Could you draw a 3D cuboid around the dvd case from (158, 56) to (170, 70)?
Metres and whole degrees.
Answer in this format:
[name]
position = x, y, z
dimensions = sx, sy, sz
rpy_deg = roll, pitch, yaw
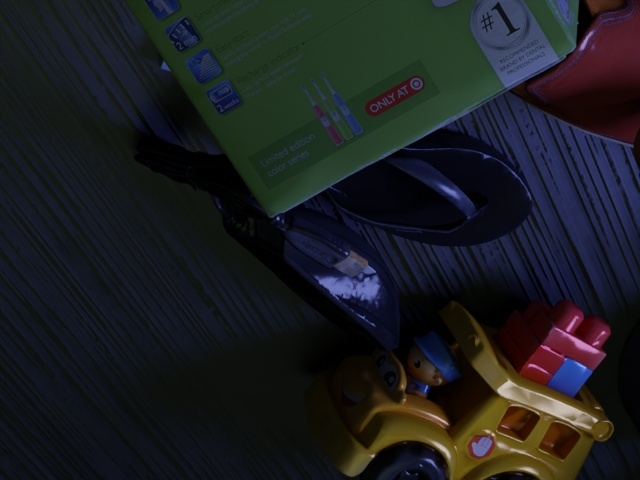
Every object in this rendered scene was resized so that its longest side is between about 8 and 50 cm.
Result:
[dvd case]
position = -0.041, -0.138, 1.045
dimensions = 0.119, 0.013, 0.087
rpy_deg = 16, 126, -24

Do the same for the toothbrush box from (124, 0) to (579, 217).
[toothbrush box]
position = -0.010, -0.190, 0.857
dimensions = 0.206, 0.122, 0.283
rpy_deg = -29, 105, 20

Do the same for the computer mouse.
[computer mouse]
position = 0.000, 0.000, 1.083
dimensions = 0.262, 0.184, 0.060
rpy_deg = 41, 78, -31

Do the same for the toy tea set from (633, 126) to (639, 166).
[toy tea set]
position = 0.380, -0.103, 1.027
dimensions = 0.336, 0.124, 0.200
rpy_deg = -44, 133, 7

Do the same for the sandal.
[sandal]
position = 0.047, -0.042, 1.107
dimensions = 0.254, 0.054, 0.097
rpy_deg = 17, 127, -29

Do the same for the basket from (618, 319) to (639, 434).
[basket]
position = 0.353, 0.177, 1.245
dimensions = 0.154, 0.227, 0.204
rpy_deg = -7, 132, -4

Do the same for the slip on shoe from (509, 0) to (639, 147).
[slip on shoe]
position = 0.163, -0.137, 1.026
dimensions = 0.331, 0.101, 0.123
rpy_deg = 26, 120, -30

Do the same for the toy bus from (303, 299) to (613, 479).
[toy bus]
position = 0.128, 0.124, 1.227
dimensions = 0.220, 0.149, 0.211
rpy_deg = 24, 109, -24
